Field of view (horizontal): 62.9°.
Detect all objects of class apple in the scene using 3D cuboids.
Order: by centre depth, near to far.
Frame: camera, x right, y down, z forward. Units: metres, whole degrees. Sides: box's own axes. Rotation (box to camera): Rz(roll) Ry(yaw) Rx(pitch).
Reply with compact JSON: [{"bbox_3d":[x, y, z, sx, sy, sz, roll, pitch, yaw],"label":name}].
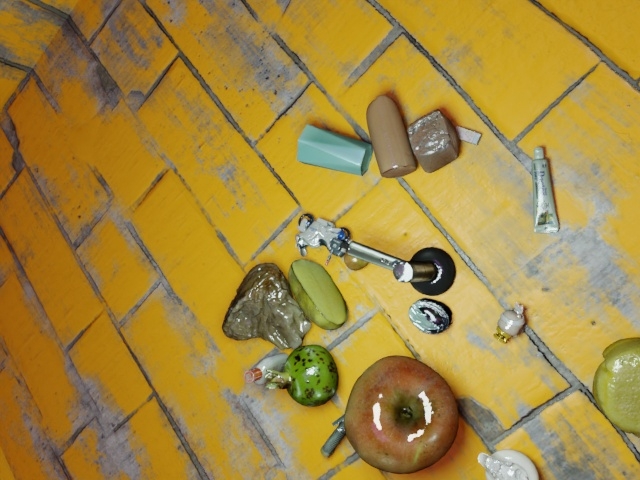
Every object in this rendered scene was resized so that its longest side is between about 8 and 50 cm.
[{"bbox_3d":[0.241,0.526,1.568,0.338,0.305,0.339,-2,66,4],"label":"apple"},{"bbox_3d":[0.123,0.061,1.762,0.071,0.083,0.084,-20,79,44],"label":"apple"}]

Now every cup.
[{"bbox_3d":[0.049,-0.300,1.784,0.235,0.134,0.148,19,68,21],"label":"cup"}]

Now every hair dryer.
[{"bbox_3d":[0.237,0.046,1.602,0.284,0.320,0.156,40,105,32],"label":"hair dryer"}]

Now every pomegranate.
[{"bbox_3d":[-0.057,0.457,1.752,0.211,0.262,0.211,26,119,60],"label":"pomegranate"}]

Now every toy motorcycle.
[{"bbox_3d":[0.000,0.000,1.817,0.221,0.102,0.150,22,85,25],"label":"toy motorcycle"}]

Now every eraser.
[{"bbox_3d":[0.463,-0.330,1.649,0.083,0.019,0.038,27,100,24],"label":"eraser"}]

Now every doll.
[{"bbox_3d":[0.574,0.247,1.553,0.084,0.073,0.127,26,105,-9],"label":"doll"}]

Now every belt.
[{"bbox_3d":[0.349,0.240,1.662,0.139,0.058,0.105,23,103,21],"label":"belt"}]

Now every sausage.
[{"bbox_3d":[0.225,-0.336,1.708,0.123,0.123,0.253,-17,80,24],"label":"sausage"}]

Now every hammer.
[{"bbox_3d":[0.066,0.642,1.746,0.041,0.158,0.227,45,119,27],"label":"hammer"}]

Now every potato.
[{"bbox_3d":[-0.022,0.198,1.796,0.111,0.160,0.272,-46,71,33],"label":"potato"}]

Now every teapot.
[{"bbox_3d":[0.565,0.687,1.517,0.226,0.092,0.145,29,97,23],"label":"teapot"}]

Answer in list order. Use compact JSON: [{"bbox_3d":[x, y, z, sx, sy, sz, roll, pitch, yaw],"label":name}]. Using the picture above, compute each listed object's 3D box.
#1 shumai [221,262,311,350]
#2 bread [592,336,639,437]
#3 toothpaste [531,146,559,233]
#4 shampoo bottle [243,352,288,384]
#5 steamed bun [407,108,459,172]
[{"bbox_3d":[-0.178,0.252,1.886,0.283,0.217,0.346,27,113,-7],"label":"shumai"},{"bbox_3d":[0.857,0.389,1.364,0.269,0.148,0.270,1,92,24],"label":"bread"},{"bbox_3d":[0.656,-0.149,1.543,0.067,0.037,0.256,-5,89,25],"label":"toothpaste"},{"bbox_3d":[-0.188,0.452,1.819,0.051,0.220,0.108,33,102,23],"label":"shampoo bottle"},{"bbox_3d":[0.355,-0.314,1.644,0.144,0.106,0.175,-27,80,32],"label":"steamed bun"}]
